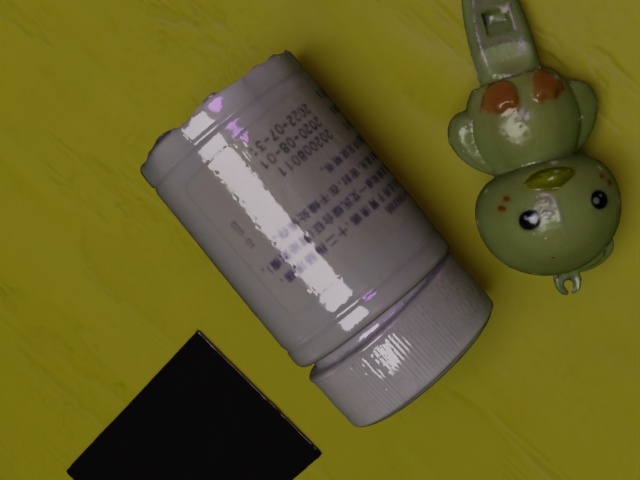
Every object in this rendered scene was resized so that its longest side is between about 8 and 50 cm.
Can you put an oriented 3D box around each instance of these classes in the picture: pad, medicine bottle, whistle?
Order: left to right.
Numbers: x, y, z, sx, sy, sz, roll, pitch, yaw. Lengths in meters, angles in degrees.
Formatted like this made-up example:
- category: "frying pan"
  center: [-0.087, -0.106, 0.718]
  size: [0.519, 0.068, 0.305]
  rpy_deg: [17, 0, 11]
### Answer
- category: "pad"
  center: [-0.158, 0.264, 1.456]
  size: [0.202, 0.005, 0.300]
  rpy_deg: [44, 119, 2]
- category: "medicine bottle"
  center: [0.000, 0.000, 1.184]
  size: [0.190, 0.190, 0.332]
  rpy_deg: [-39, 91, 29]
- category: "whistle"
  center: [0.189, -0.092, 1.102]
  size: [0.141, 0.141, 0.294]
  rpy_deg: [-11, 104, 26]
